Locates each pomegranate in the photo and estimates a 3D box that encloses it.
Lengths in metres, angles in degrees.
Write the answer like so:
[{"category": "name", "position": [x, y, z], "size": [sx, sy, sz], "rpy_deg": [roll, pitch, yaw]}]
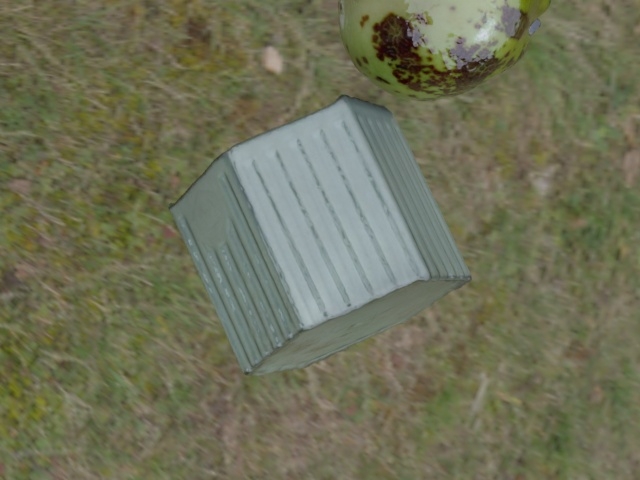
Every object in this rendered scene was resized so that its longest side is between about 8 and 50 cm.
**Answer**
[{"category": "pomegranate", "position": [0.098, -0.255, 1.445], "size": [0.276, 0.204, 0.222], "rpy_deg": [30, 74, -60]}]

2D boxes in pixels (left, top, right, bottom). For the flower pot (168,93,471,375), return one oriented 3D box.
[{"category": "flower pot", "position": [0.000, 0.000, 1.441], "size": [0.209, 0.239, 0.190], "rpy_deg": [-15, 73, -38]}]
